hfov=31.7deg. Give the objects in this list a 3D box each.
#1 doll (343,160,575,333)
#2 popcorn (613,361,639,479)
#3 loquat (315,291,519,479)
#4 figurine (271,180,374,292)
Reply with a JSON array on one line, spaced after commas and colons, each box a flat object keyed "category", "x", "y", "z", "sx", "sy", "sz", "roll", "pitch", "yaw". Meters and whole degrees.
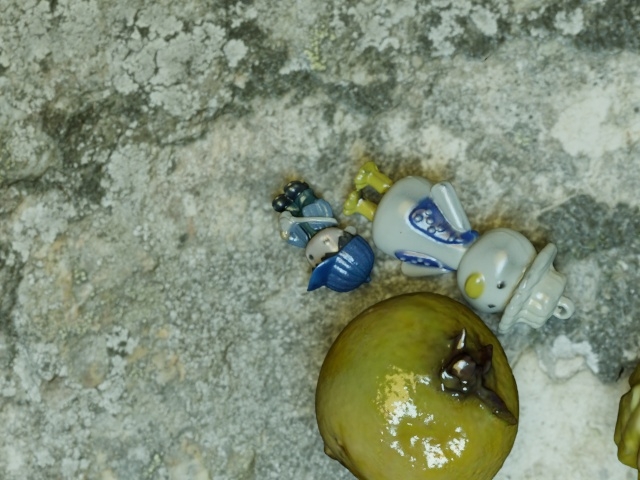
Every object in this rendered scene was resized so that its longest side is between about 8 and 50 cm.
[{"category": "doll", "x": 0.159, "y": 0.010, "z": 1.292, "sx": 0.293, "sy": 0.119, "sz": 0.138, "roll": 32, "pitch": 124, "yaw": 16}, {"category": "popcorn", "x": 0.442, "y": 0.183, "z": 1.152, "sx": 0.265, "sy": 0.225, "sz": 0.332, "roll": 5, "pitch": 75, "yaw": 36}, {"category": "loquat", "x": 0.109, "y": 0.171, "z": 1.215, "sx": 0.244, "sy": 0.244, "sz": 0.244, "roll": -2, "pitch": 81, "yaw": 13}, {"category": "figurine", "x": 0.000, "y": 0.000, "z": 1.357, "sx": 0.086, "sy": 0.087, "sz": 0.149, "roll": -47, "pitch": 59, "yaw": 21}]
